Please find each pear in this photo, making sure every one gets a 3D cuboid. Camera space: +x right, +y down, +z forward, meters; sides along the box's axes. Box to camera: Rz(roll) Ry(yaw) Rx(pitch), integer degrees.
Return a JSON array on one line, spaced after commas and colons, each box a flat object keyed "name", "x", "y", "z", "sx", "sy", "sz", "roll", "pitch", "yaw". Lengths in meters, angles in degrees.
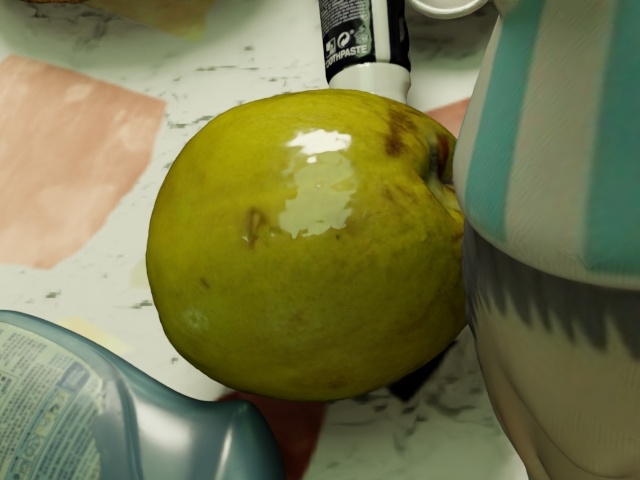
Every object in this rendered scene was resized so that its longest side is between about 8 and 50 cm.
[{"name": "pear", "x": 0.000, "y": 0.000, "z": 0.692, "sx": 0.162, "sy": 0.149, "sz": 0.148, "roll": -16, "pitch": 47, "yaw": 31}]

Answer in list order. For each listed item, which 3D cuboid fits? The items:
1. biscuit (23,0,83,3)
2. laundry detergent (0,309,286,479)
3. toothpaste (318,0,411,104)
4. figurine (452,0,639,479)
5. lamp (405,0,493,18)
[{"name": "biscuit", "x": -0.135, "y": -0.283, "z": 0.921, "sx": 0.296, "sy": 0.075, "sz": 0.295, "roll": -14, "pitch": 65, "yaw": 33}, {"name": "laundry detergent", "x": -0.091, "y": 0.102, "z": 0.695, "sx": 0.206, "sy": 0.061, "sz": 0.096, "roll": 19, "pitch": 57, "yaw": 27}, {"name": "toothpaste", "x": 0.022, "y": -0.144, "z": 0.821, "sx": 0.071, "sy": 0.045, "sz": 0.193, "roll": -27, "pitch": 63, "yaw": 47}, {"name": "figurine", "x": 0.218, "y": -0.048, "z": 0.530, "sx": 0.361, "sy": 0.377, "sz": 0.266, "roll": -34, "pitch": 52, "yaw": -10}, {"name": "lamp", "x": 0.132, "y": -0.235, "z": 0.847, "sx": 0.246, "sy": 0.108, "sz": 0.179, "roll": -26, "pitch": 75, "yaw": -2}]
